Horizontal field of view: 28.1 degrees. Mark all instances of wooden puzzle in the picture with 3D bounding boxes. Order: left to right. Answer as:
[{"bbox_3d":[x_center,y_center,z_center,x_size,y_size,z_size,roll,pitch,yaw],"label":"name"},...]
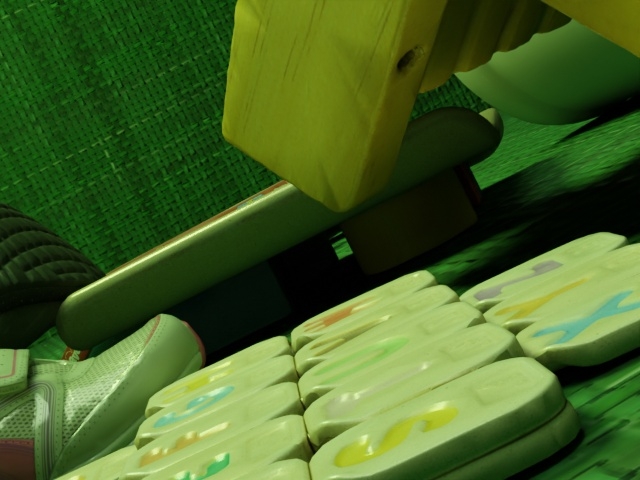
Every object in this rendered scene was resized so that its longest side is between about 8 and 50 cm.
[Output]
[{"bbox_3d":[0.000,0.000,0.981,0.322,0.081,0.348,-26,-1,11],"label":"wooden puzzle"}]

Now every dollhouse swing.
[{"bbox_3d":[0.187,-0.110,0.655,0.346,0.305,0.315,-29,-26,-27],"label":"dollhouse swing"}]

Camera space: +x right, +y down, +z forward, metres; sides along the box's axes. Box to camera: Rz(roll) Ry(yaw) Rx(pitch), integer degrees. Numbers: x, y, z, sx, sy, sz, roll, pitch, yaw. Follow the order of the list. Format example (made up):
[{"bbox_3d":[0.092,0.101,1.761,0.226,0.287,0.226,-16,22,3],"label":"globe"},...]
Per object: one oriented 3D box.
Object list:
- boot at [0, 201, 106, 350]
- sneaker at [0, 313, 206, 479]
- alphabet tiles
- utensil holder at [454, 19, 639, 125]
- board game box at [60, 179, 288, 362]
[{"bbox_3d":[-0.278,0.094,0.844,0.223,0.118,0.338,-58,-9,12],"label":"boot"},{"bbox_3d":[-0.174,0.090,0.598,0.252,0.111,0.103,-28,4,-18],"label":"sneaker"},{"bbox_3d":[-0.005,0.058,0.452,0.278,0.021,0.284,-25,5,0],"label":"alphabet tiles"},{"bbox_3d":[0.305,-0.306,1.103,0.327,0.328,0.385,-29,5,-34],"label":"utensil holder"},{"bbox_3d":[-0.132,0.039,1.240,0.281,0.027,0.145,-31,-20,-50],"label":"board game box"}]
